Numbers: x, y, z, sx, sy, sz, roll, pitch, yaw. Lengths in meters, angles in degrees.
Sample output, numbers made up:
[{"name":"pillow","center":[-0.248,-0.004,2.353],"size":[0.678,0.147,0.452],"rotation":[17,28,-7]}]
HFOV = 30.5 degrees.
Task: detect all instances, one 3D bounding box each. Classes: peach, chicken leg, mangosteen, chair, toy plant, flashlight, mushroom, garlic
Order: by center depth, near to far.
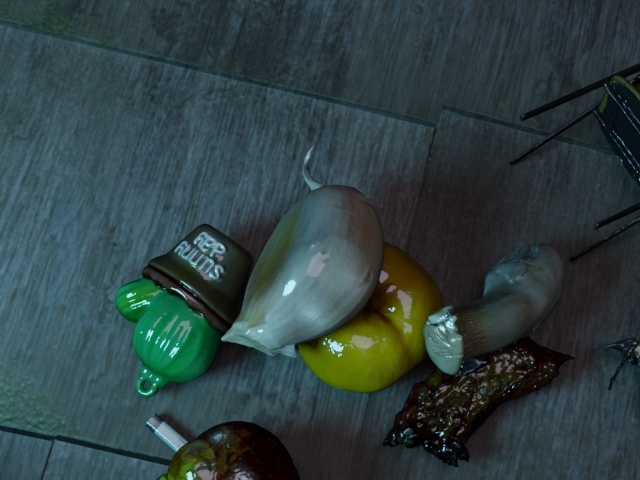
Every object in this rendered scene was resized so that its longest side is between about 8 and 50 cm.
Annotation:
[{"name":"mangosteen","center":[-0.104,0.270,1.209],"size":[0.181,0.146,0.156],"rotation":[-11,92,-43]},{"name":"garlic","center":[0.004,-0.002,1.277],"size":[0.148,0.128,0.266],"rotation":[17,56,14]},{"name":"mushroom","center":[0.195,0.078,1.304],"size":[0.092,0.081,0.223],"rotation":[37,44,18]},{"name":"flashlight","center":[-0.159,0.225,1.305],"size":[0.083,0.018,0.018],"rotation":[39,72,10]},{"name":"toy plant","center":[-0.163,0.077,1.317],"size":[0.143,0.105,0.200],"rotation":[33,83,17]},{"name":"chicken leg","center":[0.171,0.172,1.322],"size":[0.234,0.063,0.105],"rotation":[-38,81,-16]},{"name":"peach","center":[0.048,0.083,1.325],"size":[0.179,0.103,0.179],"rotation":[1,66,-3]},{"name":"chair","center":[0.371,-0.110,1.393],"size":[0.247,0.172,0.159],"rotation":[-29,73,-6]}]

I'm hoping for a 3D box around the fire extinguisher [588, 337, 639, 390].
[{"name":"fire extinguisher","center":[0.442,0.192,1.318],"size":[0.294,0.093,0.118],"rotation":[40,73,12]}]
